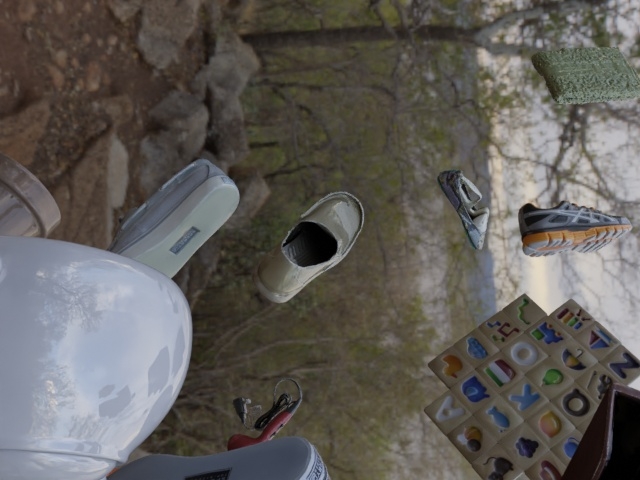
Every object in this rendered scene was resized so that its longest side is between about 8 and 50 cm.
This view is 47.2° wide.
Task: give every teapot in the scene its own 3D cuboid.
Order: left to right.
[{"bbox_3d":[-0.225,0.117,0.576,0.256,0.253,0.187,21,61,-37],"label":"teapot"}]

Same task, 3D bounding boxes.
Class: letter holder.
[{"bbox_3d":[0.348,0.357,0.840,0.214,0.152,0.301,-53,157,-48],"label":"letter holder"}]

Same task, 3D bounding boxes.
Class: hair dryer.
[{"bbox_3d":[-0.154,0.518,1.952,0.080,0.224,0.293,38,36,-45],"label":"hair dryer"}]

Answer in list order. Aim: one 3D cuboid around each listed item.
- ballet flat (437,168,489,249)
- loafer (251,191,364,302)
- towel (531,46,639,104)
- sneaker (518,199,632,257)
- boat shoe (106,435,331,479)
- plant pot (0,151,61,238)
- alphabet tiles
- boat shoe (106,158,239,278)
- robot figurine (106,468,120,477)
[{"bbox_3d":[0.184,-0.039,0.900,0.114,0.041,0.041,59,17,-18],"label":"ballet flat"},{"bbox_3d":[0.000,0.000,1.180,0.268,0.102,0.092,-48,-177,-42],"label":"loafer"},{"bbox_3d":[0.391,-0.240,1.067,0.027,0.148,0.110,98,-17,-52],"label":"towel"},{"bbox_3d":[0.421,-0.028,1.209,0.084,0.215,0.083,124,-42,-55],"label":"sneaker"},{"bbox_3d":[-0.120,0.286,0.773,0.105,0.306,0.113,63,20,-23],"label":"boat shoe"},{"bbox_3d":[-0.750,-0.039,1.615,0.229,0.263,0.263,-60,152,-33],"label":"plant pot"},{"bbox_3d":[0.354,0.243,1.200,0.285,0.343,0.011,47,-20,30],"label":"alphabet tiles"},{"bbox_3d":[-0.200,-0.008,0.880,0.081,0.227,0.079,49,1,34],"label":"boat shoe"},{"bbox_3d":[-0.264,0.381,0.929,0.128,0.219,0.158,44,-60,42],"label":"robot figurine"}]
